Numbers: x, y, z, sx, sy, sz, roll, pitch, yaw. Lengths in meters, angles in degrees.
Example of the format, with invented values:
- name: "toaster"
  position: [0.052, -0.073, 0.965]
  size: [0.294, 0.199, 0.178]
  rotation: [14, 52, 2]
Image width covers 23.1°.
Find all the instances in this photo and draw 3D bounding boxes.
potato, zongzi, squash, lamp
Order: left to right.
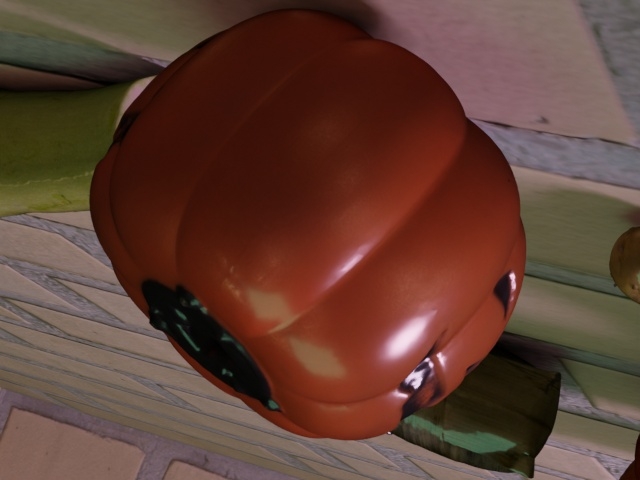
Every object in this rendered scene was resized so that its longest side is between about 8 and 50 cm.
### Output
- name: "squash"
  position: [-0.157, -0.052, 0.908]
  size: [0.083, 0.083, 0.250]
  rotation: [29, 161, -38]
- name: "lamp"
  position: [0.001, -0.012, 0.680]
  size: [0.187, 0.164, 0.188]
  rotation: [37, 158, 18]
- name: "zongzi"
  position: [0.089, 0.117, 1.254]
  size: [0.204, 0.094, 0.204]
  rotation: [20, 176, 12]
- name: "potato"
  position: [0.184, 0.019, 0.799]
  size: [0.083, 0.040, 0.051]
  rotation: [31, 140, -24]

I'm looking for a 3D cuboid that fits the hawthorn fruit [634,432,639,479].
- name: "hawthorn fruit"
  position: [0.284, 0.135, 0.832]
  size: [0.196, 0.197, 0.225]
  rotation: [28, 151, -34]

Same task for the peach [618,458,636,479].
- name: "peach"
  position: [0.313, 0.222, 1.101]
  size: [0.231, 0.231, 0.231]
  rotation: [18, 167, 4]
